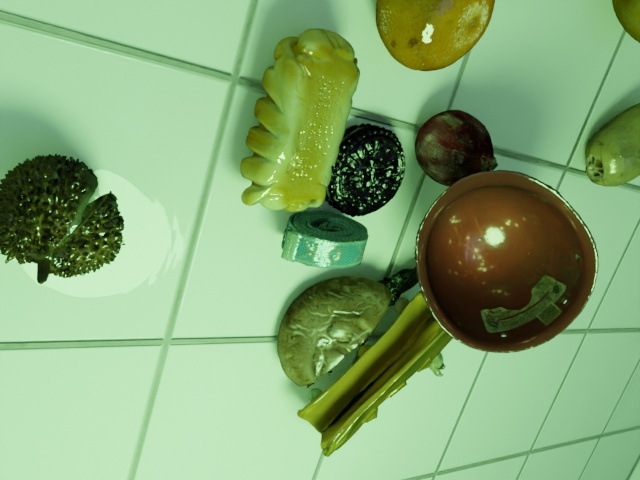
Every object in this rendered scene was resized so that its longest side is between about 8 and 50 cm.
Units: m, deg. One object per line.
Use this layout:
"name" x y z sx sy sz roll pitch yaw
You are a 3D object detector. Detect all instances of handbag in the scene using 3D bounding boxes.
"handbag" 0.138 0.309 1.378 0.401 0.133 0.283 -46 154 -3

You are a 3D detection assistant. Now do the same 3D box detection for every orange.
"orange" 0.199 -0.409 1.052 0.224 0.170 0.224 -35 150 -24

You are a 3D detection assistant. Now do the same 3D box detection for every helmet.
"helmet" 0.357 0.022 1.261 0.338 0.230 0.384 -36 101 10

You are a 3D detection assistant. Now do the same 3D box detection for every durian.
"durian" -0.369 -0.020 0.844 0.167 0.196 0.196 -32 140 31

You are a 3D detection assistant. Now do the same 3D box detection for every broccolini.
"broccolini" 0.197 0.087 1.398 0.203 0.068 0.091 -32 142 -38

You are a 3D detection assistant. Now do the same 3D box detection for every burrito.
"burrito" 0.290 0.303 1.571 0.055 0.041 0.149 -49 129 -22

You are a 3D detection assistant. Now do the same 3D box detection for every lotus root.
"lotus root" 0.839 -0.269 1.585 0.343 0.151 0.169 -35 129 -12

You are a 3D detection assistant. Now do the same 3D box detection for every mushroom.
"mushroom" 0.013 0.162 1.261 0.286 0.156 0.151 -43 102 -10

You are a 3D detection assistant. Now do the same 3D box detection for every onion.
"onion" 0.284 -0.177 1.214 0.160 0.195 0.159 -15 124 -23

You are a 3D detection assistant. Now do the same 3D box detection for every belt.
"belt" 0.008 0.001 1.150 0.163 0.147 0.082 13 112 -9

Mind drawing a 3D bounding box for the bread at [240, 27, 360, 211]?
"bread" -0.037 -0.201 1.023 0.173 0.121 0.311 4 111 -40

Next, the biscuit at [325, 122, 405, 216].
"biscuit" 0.085 -0.137 1.189 0.195 0.053 0.194 -16 121 -29

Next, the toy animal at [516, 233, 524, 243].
"toy animal" 0.493 -0.030 1.446 0.184 0.185 0.104 21 98 -41

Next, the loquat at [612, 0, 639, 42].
"loquat" 0.810 -0.590 1.317 0.329 0.359 0.328 -2 153 -1
